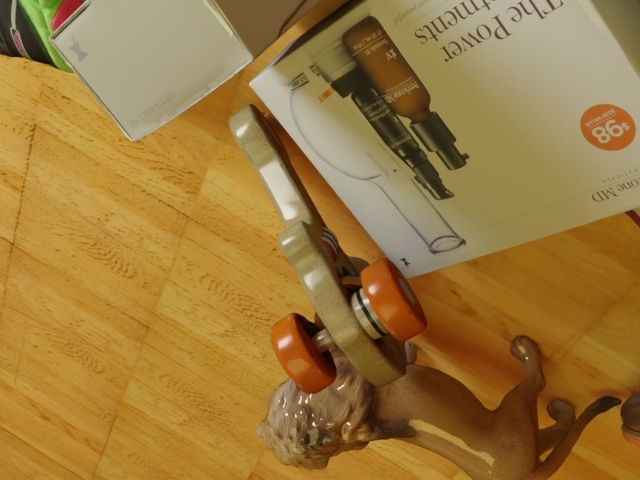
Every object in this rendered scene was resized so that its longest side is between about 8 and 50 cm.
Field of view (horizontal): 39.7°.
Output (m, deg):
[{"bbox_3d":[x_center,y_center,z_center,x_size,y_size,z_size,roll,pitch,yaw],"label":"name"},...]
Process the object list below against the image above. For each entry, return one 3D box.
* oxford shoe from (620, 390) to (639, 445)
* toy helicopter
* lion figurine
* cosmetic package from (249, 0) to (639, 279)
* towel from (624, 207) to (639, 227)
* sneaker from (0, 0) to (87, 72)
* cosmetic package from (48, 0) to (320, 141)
[{"bbox_3d":[0.424,0.121,0.911,0.133,0.130,0.364,62,150,13],"label":"oxford shoe"},{"bbox_3d":[0.000,0.000,0.992,0.140,0.235,0.355,-33,71,12],"label":"toy helicopter"},{"bbox_3d":[0.140,0.205,1.041,0.392,0.240,0.142,13,128,18],"label":"lion figurine"},{"bbox_3d":[0.141,-0.130,0.847,0.284,0.097,0.377,49,143,-15],"label":"cosmetic package"},{"bbox_3d":[0.472,-0.056,0.817,0.237,0.037,0.329,42,133,-8],"label":"towel"},{"bbox_3d":[-0.369,-0.394,0.909,0.202,0.185,0.483,1,120,29],"label":"sneaker"},{"bbox_3d":[-0.075,-0.229,0.788,0.160,0.309,0.113,-25,111,38],"label":"cosmetic package"}]
